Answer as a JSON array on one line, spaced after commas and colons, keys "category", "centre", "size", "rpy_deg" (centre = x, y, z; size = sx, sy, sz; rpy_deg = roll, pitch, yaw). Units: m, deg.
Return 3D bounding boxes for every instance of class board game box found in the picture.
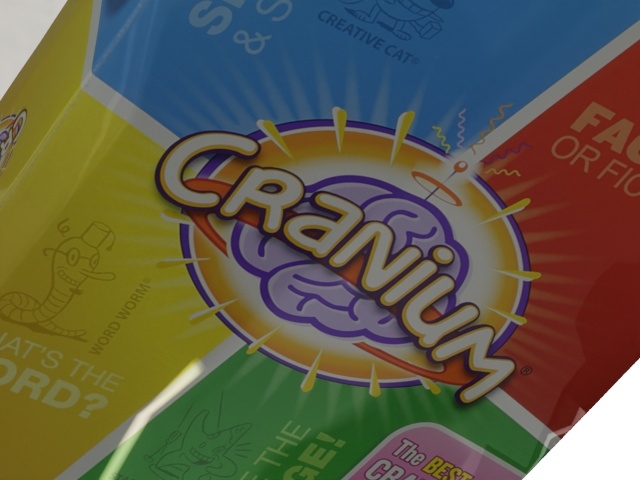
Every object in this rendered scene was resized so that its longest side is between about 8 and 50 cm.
[{"category": "board game box", "centre": [0.000, 0.000, 0.647], "size": [0.316, 0.242, 0.064], "rpy_deg": [-51, -150, 27]}]
